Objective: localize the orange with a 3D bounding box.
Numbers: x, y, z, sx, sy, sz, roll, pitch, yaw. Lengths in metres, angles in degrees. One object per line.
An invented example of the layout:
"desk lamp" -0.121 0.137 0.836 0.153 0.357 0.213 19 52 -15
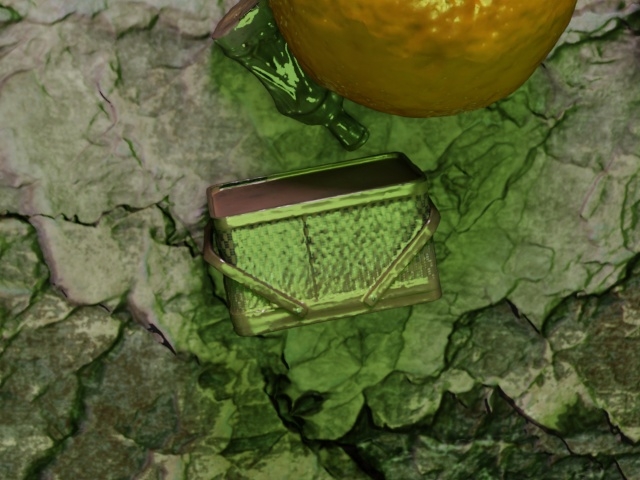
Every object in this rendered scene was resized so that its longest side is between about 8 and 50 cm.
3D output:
"orange" 0.107 -0.290 1.131 0.341 0.293 0.340 -2 102 -10

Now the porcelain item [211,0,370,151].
"porcelain item" -0.026 -0.178 1.278 0.081 0.069 0.215 -43 114 1

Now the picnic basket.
"picnic basket" 0.000 0.000 1.281 0.267 0.165 0.139 -11 107 -6
